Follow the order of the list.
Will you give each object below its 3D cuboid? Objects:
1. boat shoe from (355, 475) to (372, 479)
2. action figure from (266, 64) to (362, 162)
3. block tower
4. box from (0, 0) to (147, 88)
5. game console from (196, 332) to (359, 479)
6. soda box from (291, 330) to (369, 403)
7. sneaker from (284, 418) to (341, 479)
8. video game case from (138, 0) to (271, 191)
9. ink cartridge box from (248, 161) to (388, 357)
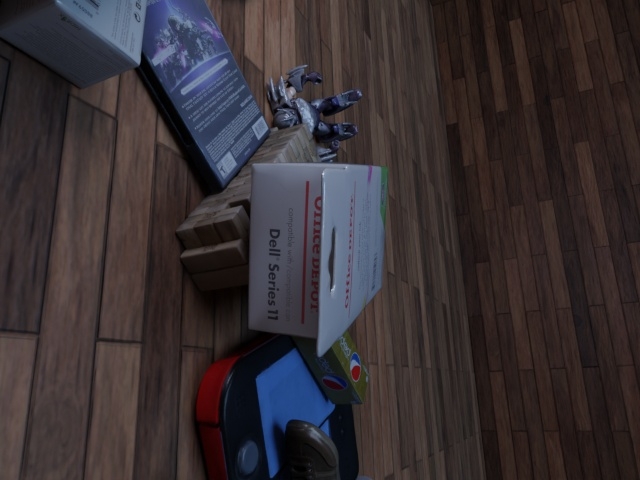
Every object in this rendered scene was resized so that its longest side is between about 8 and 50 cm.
[{"bbox_3d":[0.056,0.535,0.853,0.267,0.096,0.088,-68,136,-62],"label":"boat shoe"},{"bbox_3d":[-0.009,-0.242,0.990,0.285,0.099,0.185,-30,113,-61],"label":"action figure"},{"bbox_3d":[-0.088,-0.070,0.759,0.335,0.097,0.090,-67,140,-51],"label":"block tower"},{"bbox_3d":[-0.239,-0.226,0.500,0.102,0.087,0.101,34,51,-59],"label":"box"},{"bbox_3d":[-0.035,0.300,0.777,0.387,0.060,0.341,-16,96,-64],"label":"game console"},{"bbox_3d":[0.019,0.182,0.801,0.181,0.058,0.061,64,30,-34],"label":"soda box"},{"bbox_3d":[-0.010,0.329,0.695,0.071,0.066,0.188,-59,138,-51],"label":"sneaker"},{"bbox_3d":[-0.170,-0.232,0.710,0.274,0.026,0.196,62,30,-26],"label":"video game case"},{"bbox_3d":[0.000,0.000,0.671,0.353,0.119,0.206,-23,116,-72],"label":"ink cartridge box"}]
